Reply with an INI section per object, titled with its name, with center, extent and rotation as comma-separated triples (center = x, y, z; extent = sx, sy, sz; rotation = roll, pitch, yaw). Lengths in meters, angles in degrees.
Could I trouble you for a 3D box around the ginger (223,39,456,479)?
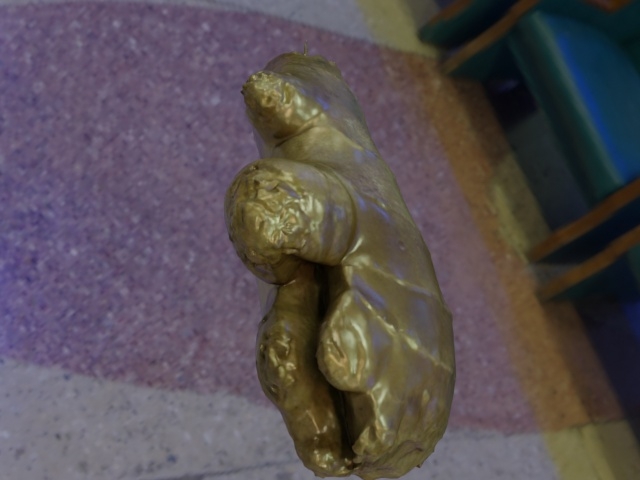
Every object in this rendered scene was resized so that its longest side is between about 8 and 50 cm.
[ginger]
center = -0.018, -0.003, 0.929
extent = 0.236, 0.166, 0.375
rotation = 5, 44, -46
